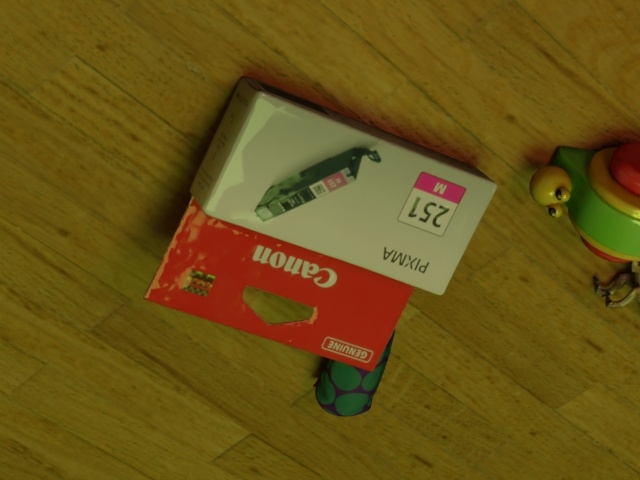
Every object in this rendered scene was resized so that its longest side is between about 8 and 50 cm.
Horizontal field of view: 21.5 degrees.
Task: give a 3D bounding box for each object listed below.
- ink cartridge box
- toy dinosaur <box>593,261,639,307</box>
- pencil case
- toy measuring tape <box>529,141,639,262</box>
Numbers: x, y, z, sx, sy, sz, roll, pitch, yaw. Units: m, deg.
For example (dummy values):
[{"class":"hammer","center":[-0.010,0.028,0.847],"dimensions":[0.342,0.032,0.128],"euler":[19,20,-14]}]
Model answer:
[{"class":"ink cartridge box","center":[0.000,0.000,1.619],"dimensions":[0.275,0.060,0.239],"euler":[19,103,-27]},{"class":"toy dinosaur","center":[0.342,0.048,1.790],"dimensions":[0.092,0.053,0.183],"euler":[-8,133,-6]},{"class":"pencil case","center":[0.036,0.118,1.783],"dimensions":[0.070,0.064,0.152],"euler":[28,133,15]},{"class":"toy measuring tape","center":[0.364,-0.029,1.682],"dimensions":[0.330,0.121,0.121],"euler":[6,131,-17]}]
